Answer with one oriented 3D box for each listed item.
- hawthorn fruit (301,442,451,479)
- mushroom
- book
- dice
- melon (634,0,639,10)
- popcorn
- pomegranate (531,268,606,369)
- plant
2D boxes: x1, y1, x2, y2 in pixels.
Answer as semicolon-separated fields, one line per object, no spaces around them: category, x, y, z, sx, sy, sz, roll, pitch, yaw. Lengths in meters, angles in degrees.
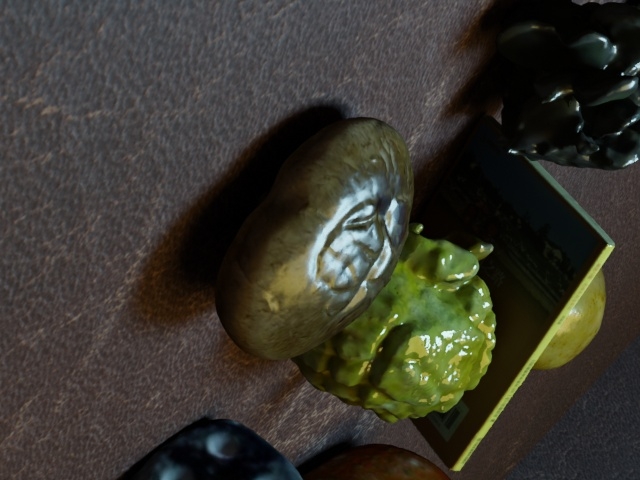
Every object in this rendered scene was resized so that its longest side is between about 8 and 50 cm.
hawthorn fruit;0.084;0.536;2.340;0.403;0.403;0.403;-42;158;-21
mushroom;0.000;0.000;1.565;0.278;0.146;0.278;-44;154;-28
book;0.189;0.067;1.916;0.028;0.262;0.374;6;126;-41
dice;-0.130;0.341;1.841;0.182;0.183;0.181;-33;152;-40
melon;0.473;-0.267;2.079;0.192;0.139;0.139;-45;159;-8
popcorn;0.088;0.094;1.806;0.270;0.224;0.258;-28;139;-22
pomegranate;0.318;0.082;2.270;0.233;0.233;0.233;-42;158;-21
plant;0.306;-0.176;1.783;0.276;0.199;0.188;22;81;-75
